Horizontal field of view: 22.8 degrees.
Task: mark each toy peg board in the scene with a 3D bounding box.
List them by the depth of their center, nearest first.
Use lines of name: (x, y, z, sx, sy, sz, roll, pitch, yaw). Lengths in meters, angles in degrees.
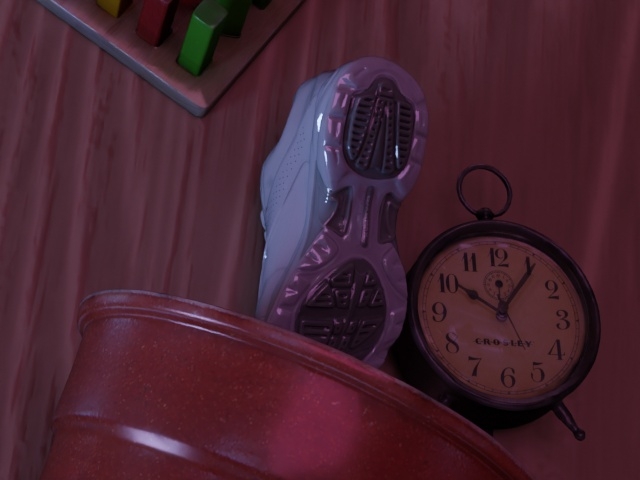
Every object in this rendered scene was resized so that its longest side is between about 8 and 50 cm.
toy peg board: (-0.092, -0.199, 1.076, 0.160, 0.079, 0.161, 36, 62, 3)

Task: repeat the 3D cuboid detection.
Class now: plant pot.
plant pot: (-0.058, 0.205, 0.813, 0.272, 0.272, 0.265, 26, 70, -2)

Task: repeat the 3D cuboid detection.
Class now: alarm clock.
alarm clock: (0.110, 0.038, 1.030, 0.129, 0.064, 0.192, 5, 67, -12)

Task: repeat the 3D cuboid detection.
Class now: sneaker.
sneaker: (0.000, 0.000, 1.009, 0.090, 0.115, 0.232, 17, 87, -27)
